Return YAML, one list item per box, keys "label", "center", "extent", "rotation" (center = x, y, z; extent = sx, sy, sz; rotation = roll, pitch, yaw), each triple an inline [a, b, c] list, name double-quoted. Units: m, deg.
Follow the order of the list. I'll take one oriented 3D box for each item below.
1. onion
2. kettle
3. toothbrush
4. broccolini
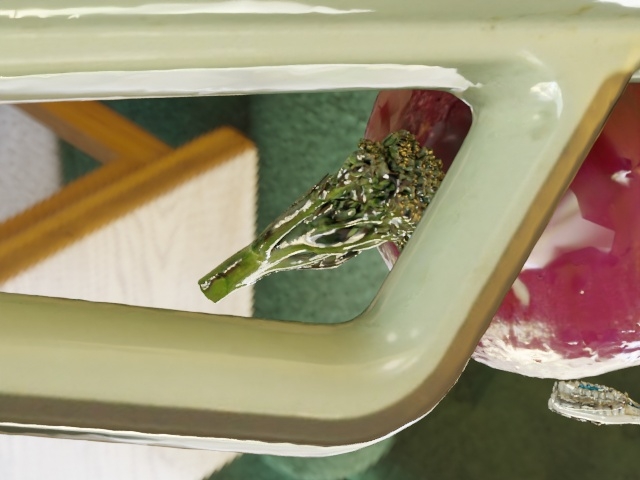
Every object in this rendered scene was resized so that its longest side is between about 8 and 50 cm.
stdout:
- label: "onion"
  center: [0.177, -0.097, 1.097]
  extent: [0.348, 0.348, 0.385]
  rotation: [-49, 137, -19]
- label: "kettle"
  center: [-0.021, -0.116, 0.447]
  extent: [0.377, 0.250, 0.361]
  rotation: [-5, 93, -17]
- label: "toothbrush"
  center: [0.265, 0.108, 0.801]
  extent: [0.026, 0.288, 0.024]
  rotation: [65, 38, -64]
- label: "broccolini"
  center: [-0.003, -0.016, 1.010]
  extent: [0.091, 0.203, 0.068]
  rotation: [37, 45, -43]
